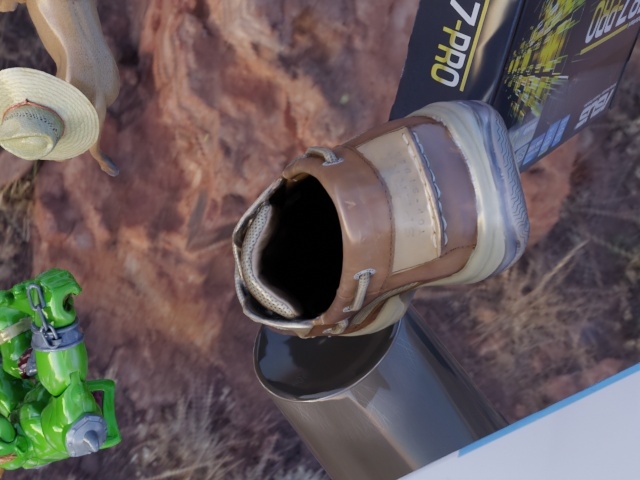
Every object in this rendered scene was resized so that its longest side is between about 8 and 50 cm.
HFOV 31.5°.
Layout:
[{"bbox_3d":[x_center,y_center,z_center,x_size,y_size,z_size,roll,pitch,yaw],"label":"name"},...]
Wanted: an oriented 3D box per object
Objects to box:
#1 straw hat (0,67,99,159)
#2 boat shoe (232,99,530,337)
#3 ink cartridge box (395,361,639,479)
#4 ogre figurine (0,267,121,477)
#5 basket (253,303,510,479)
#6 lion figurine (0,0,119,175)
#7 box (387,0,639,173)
[{"bbox_3d":[-0.332,-0.126,1.302,0.144,0.144,0.061,21,44,-11],"label":"straw hat"},{"bbox_3d":[0.000,0.000,0.686,0.116,0.324,0.123,-14,80,-22],"label":"boat shoe"},{"bbox_3d":[0.146,0.243,0.567,0.198,0.270,0.197,-27,42,5],"label":"ink cartridge box"},{"bbox_3d":[-0.188,0.092,0.762,0.097,0.197,0.118,-12,81,-51],"label":"ogre figurine"},{"bbox_3d":[0.053,0.136,0.925,0.154,0.227,0.204,-33,39,3],"label":"basket"},{"bbox_3d":[-0.324,-0.271,1.423,0.142,0.240,0.392,-32,98,-24],"label":"lion figurine"},{"bbox_3d":[0.212,-0.228,1.021,0.097,0.318,0.395,29,32,21],"label":"box"}]
